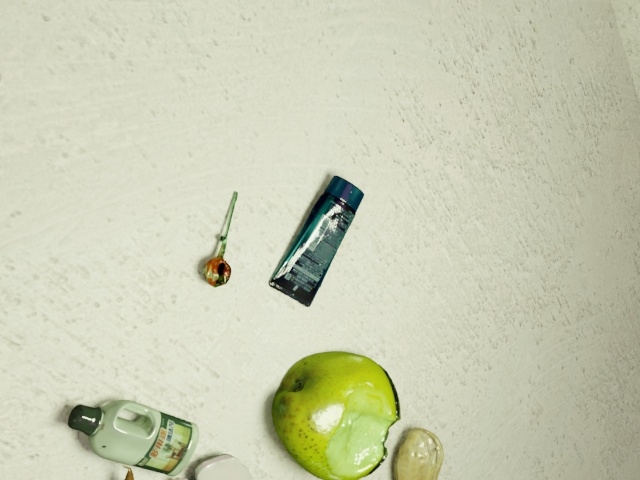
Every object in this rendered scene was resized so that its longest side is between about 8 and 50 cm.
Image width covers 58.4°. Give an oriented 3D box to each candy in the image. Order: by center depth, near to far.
[{"bbox_3d":[-0.177,-0.003,1.060,0.055,0.049,0.185,44,56,-69],"label":"candy"}]

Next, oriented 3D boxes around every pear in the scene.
[{"bbox_3d":[0.024,0.365,1.206,0.292,0.159,0.293,-6,99,-37],"label":"pear"}]

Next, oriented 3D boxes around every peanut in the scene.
[{"bbox_3d":[0.246,0.618,1.451,0.130,0.130,0.291,-4,97,-40],"label":"peanut"}]

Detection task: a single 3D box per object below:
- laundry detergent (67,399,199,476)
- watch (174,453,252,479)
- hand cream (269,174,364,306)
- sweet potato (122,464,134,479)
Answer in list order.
[{"bbox_3d":[-0.317,0.326,0.966,0.225,0.070,0.099,37,83,-37],"label":"laundry detergent"},{"bbox_3d":[-0.181,0.527,1.006,0.244,0.231,0.196,-35,115,-28],"label":"watch"},{"bbox_3d":[0.000,0.000,1.198,0.120,0.061,0.271,34,80,-37],"label":"hand cream"},{"bbox_3d":[-0.332,0.467,0.978,0.056,0.056,0.195,-9,113,-39],"label":"sweet potato"}]
